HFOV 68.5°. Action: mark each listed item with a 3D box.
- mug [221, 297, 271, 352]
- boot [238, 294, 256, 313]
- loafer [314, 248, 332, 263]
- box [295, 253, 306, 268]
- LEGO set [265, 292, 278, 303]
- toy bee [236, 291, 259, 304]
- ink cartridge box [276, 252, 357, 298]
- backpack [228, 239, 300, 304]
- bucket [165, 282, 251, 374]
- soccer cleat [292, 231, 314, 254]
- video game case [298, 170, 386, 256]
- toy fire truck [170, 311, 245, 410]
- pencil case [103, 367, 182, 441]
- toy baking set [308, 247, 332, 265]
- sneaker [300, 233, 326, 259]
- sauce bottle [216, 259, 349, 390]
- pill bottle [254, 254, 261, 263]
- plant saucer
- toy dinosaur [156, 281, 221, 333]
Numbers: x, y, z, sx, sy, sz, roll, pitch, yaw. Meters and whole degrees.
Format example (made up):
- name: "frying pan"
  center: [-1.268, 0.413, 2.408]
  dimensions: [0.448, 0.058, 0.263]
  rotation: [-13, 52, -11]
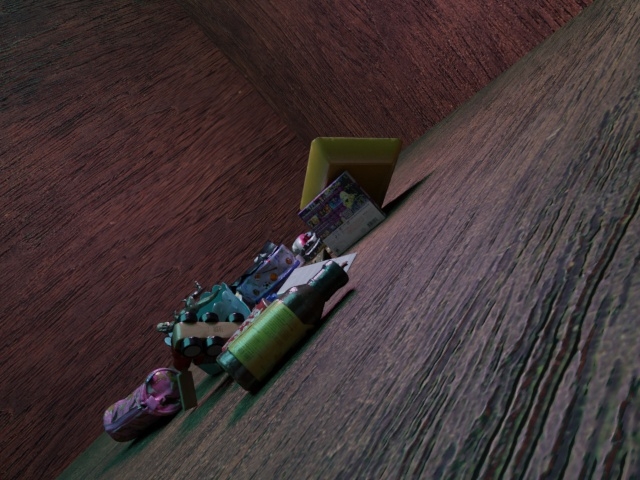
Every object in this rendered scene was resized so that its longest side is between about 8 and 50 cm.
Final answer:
- name: "mug"
  center: [-0.158, 0.261, 1.244]
  dimensions: [0.169, 0.150, 0.113]
  rotation: [-47, 42, -3]
- name: "boot"
  center: [-0.361, 0.328, 1.992]
  dimensions: [0.176, 0.088, 0.244]
  rotation: [-44, 20, 16]
- name: "loafer"
  center: [0.006, 0.071, 1.679]
  dimensions: [0.050, 0.056, 0.148]
  rotation: [-35, 7, 14]
- name: "box"
  center: [-0.191, 0.177, 2.294]
  dimensions: [0.231, 0.056, 0.183]
  rotation: [-46, 7, -30]
- name: "LEGO set"
  center: [-0.161, 0.234, 1.420]
  dimensions: [0.227, 0.087, 0.093]
  rotation: [-45, 5, -19]
- name: "toy bee"
  center: [-0.354, 0.263, 2.206]
  dimensions: [0.298, 0.162, 0.195]
  rotation: [-40, 8, 48]
- name: "ink cartridge box"
  center: [-0.001, 0.117, 1.416]
  dimensions: [0.225, 0.056, 0.181]
  rotation: [-15, 17, 22]
- name: "backpack"
  center: [-0.191, 0.137, 1.783]
  dimensions: [0.276, 0.213, 0.263]
  rotation: [-51, -1, -19]
- name: "bucket"
  center: [-0.359, 0.301, 1.591]
  dimensions: [0.281, 0.183, 0.281]
  rotation: [-37, 18, 14]
- name: "soccer cleat"
  center: [-0.082, 0.035, 2.319]
  dimensions: [0.143, 0.116, 0.331]
  rotation: [-32, -1, 12]
- name: "video game case"
  center: [0.073, -0.088, 1.624]
  dimensions: [0.232, 0.210, 0.042]
  rotation: [-41, 7, 23]
- name: "toy fire truck"
  center: [-0.323, 0.347, 1.349]
  dimensions: [0.246, 0.217, 0.158]
  rotation: [-64, 35, 32]
- name: "pencil case"
  center: [-0.610, 0.576, 1.625]
  dimensions: [0.386, 0.167, 0.160]
  rotation: [-39, 39, 37]
- name: "toy baking set"
  center: [0.048, 0.023, 1.900]
  dimensions: [0.256, 0.030, 0.197]
  rotation: [-38, 7, 42]
- name: "sneaker"
  center: [0.000, 0.000, 1.925]
  dimensions: [0.208, 0.081, 0.094]
  rotation: [-41, -11, -8]
- name: "sauce bottle"
  center: [-0.073, 0.182, 1.064]
  dimensions: [0.344, 0.111, 0.111]
  rotation: [-43, 5, -16]
- name: "pill bottle"
  center: [-0.186, 0.120, 2.004]
  dimensions: [0.103, 0.184, 0.103]
  rotation: [-42, 5, 5]
- name: "plant saucer"
  center: [0.115, -0.206, 1.686]
  dimensions: [0.333, 0.333, 0.081]
  rotation: [103, 157, -43]
- name: "toy dinosaur"
  center: [-0.418, 0.207, 1.534]
  dimensions: [0.268, 0.064, 0.118]
  rotation: [-37, 33, 11]
